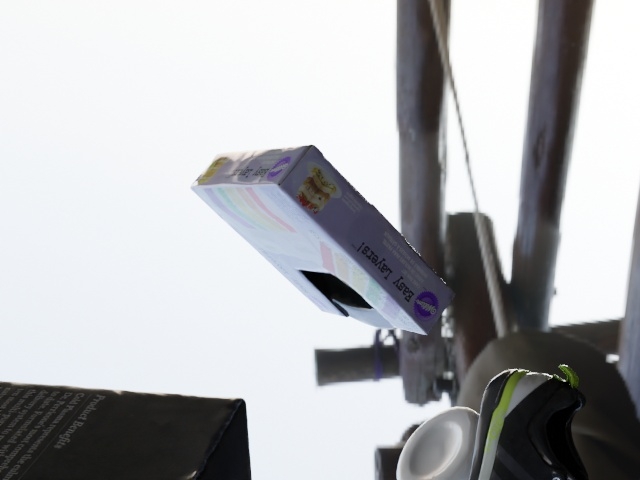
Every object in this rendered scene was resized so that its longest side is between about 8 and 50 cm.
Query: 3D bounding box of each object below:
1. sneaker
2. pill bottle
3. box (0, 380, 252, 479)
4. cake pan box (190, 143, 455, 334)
[{"bbox_3d":[0.186,0.225,0.850,0.097,0.234,0.084,2,172,39],"label":"sneaker"},{"bbox_3d":[0.198,0.292,1.070,0.121,0.221,0.121,-40,-157,20],"label":"pill bottle"},{"bbox_3d":[-0.322,0.417,0.999,0.472,0.479,0.297,3,-159,12],"label":"box"},{"bbox_3d":[0.000,0.000,1.130,0.070,0.267,0.246,-52,-154,-15],"label":"cake pan box"}]
